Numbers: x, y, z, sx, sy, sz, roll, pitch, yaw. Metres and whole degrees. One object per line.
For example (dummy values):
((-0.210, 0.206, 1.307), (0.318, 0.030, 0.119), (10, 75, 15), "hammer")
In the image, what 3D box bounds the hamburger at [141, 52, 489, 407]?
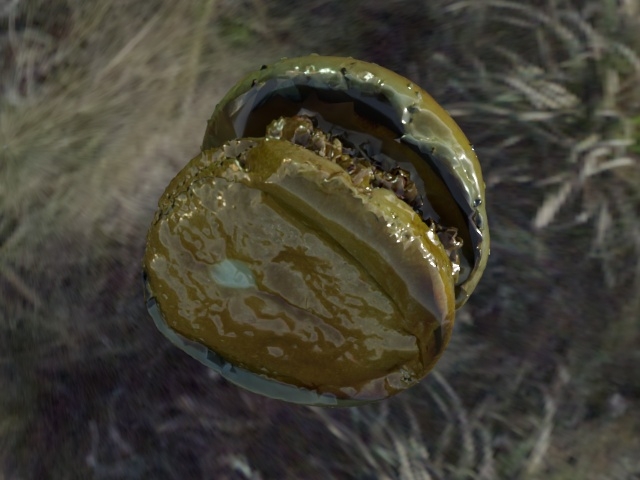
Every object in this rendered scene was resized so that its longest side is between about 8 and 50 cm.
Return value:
((0.000, 0.000, 0.785), (0.177, 0.113, 0.185), (1, 133, 19), "hamburger")
